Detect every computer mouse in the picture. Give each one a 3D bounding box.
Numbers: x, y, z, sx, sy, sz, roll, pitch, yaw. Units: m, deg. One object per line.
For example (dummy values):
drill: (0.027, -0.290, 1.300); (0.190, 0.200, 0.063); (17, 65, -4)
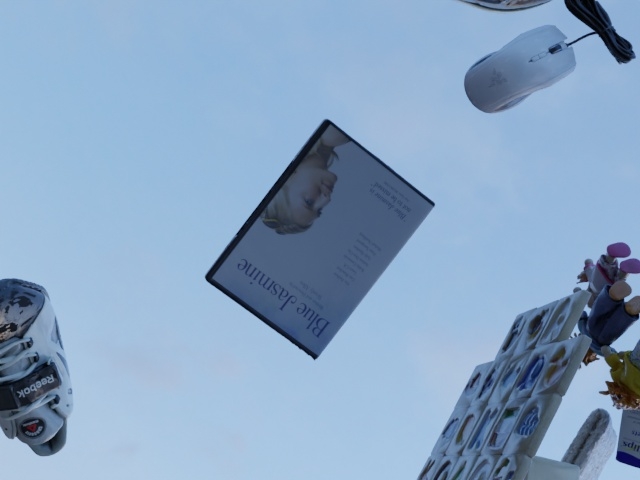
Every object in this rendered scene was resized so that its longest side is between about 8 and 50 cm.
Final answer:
computer mouse: (0.253, -0.206, 1.091); (0.106, 0.193, 0.042); (59, -6, 1)

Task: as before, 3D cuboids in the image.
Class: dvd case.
dvd case: (0.000, 0.000, 1.214); (0.180, 0.253, 0.022); (37, 2, -13)

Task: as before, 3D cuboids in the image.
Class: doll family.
doll family: (0.407, 0.140, 1.320); (0.263, 0.118, 0.163); (58, -23, 27)

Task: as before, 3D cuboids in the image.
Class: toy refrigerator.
toy refrigerator: (0.294, 0.399, 1.524); (0.094, 0.102, 0.269); (15, -17, -12)

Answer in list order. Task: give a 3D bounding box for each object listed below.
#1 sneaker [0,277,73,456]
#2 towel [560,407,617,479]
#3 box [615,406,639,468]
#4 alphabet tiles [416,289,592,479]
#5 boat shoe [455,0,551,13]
sneaker: (-0.360, 0.166, 1.185); (0.330, 0.122, 0.146); (90, -26, -59)
towel: (0.425, 0.425, 1.654); (0.049, 0.282, 0.187); (30, -10, 28)
box: (0.526, 0.277, 1.537); (0.072, 0.126, 0.137); (10, -74, 29)
alphabet tiles: (0.145, 0.204, 0.912); (0.011, 0.343, 0.285); (31, -16, -1)
boat shoe: (0.253, -0.412, 1.425); (0.113, 0.340, 0.127); (-166, -99, -68)
